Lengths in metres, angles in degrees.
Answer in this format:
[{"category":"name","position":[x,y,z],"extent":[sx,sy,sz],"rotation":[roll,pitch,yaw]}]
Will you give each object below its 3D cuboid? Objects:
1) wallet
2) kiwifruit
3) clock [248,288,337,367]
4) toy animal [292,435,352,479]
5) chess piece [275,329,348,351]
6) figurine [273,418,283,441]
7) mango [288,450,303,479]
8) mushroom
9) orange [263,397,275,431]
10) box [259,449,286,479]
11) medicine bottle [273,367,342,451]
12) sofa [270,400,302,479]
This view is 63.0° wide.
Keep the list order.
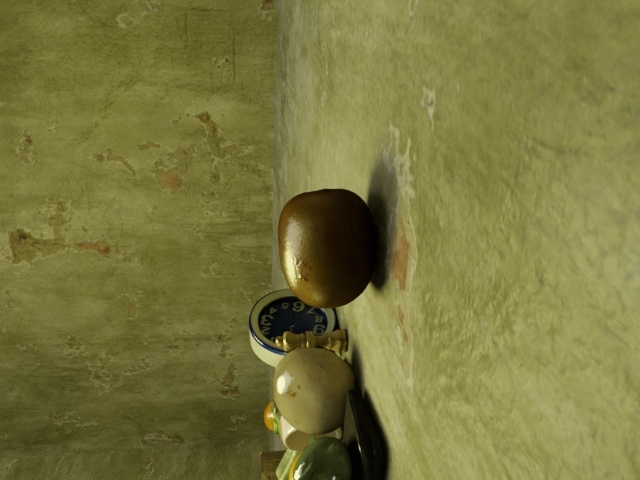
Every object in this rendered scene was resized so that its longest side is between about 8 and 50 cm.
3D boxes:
[{"category":"wallet","position":[0.079,0.515,1.081],"extent":[0.197,0.051,0.377],"rotation":[-113,22,-67]},{"category":"kiwifruit","position":[0.013,0.017,0.998],"extent":[0.196,0.196,0.233],"rotation":[-135,45,-76]},{"category":"clock","position":[-0.074,0.231,1.384],"extent":[0.230,0.231,0.083],"rotation":[-103,15,-48]},{"category":"toy animal","position":[0.011,0.454,1.072],"extent":[0.138,0.108,0.236],"rotation":[-63,-8,-3]},{"category":"chess piece","position":[-0.022,0.244,1.267],"extent":[0.060,0.172,0.060],"rotation":[-179,90,-80]},{"category":"figurine","position":[-0.090,0.619,1.873],"extent":[0.324,0.124,0.222],"rotation":[-143,56,-74]},{"category":"mango","position":[0.001,0.592,1.247],"extent":[0.316,0.119,0.176],"rotation":[75,-161,-49]},{"category":"mushroom","position":[-0.003,0.336,1.216],"extent":[0.204,0.204,0.204],"rotation":[179,90,-80]},{"category":"orange","position":[-0.161,0.737,2.212],"extent":[0.136,0.159,0.158],"rotation":[18,116,33]},{"category":"box","position":[-0.113,0.905,1.819],"extent":[0.225,0.191,0.296],"rotation":[151,118,-80]},{"category":"medicine bottle","position":[-0.039,0.408,1.408],"extent":[0.273,0.165,0.165],"rotation":[-103,15,-45]},{"category":"sofa","position":[-0.103,0.626,1.595],"extent":[0.210,0.176,0.225],"rotation":[129,164,-77]}]
